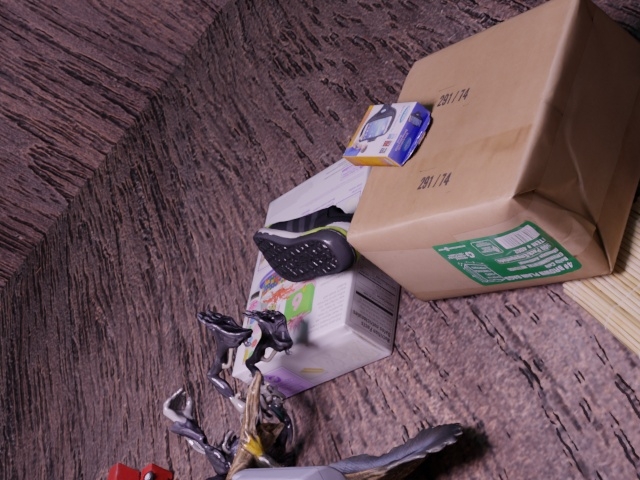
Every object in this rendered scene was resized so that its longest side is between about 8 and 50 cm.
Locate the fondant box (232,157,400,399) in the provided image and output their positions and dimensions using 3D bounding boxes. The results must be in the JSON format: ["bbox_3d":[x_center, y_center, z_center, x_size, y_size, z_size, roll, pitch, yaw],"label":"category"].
[{"bbox_3d":[0.007,0.045,1.572,0.238,0.096,0.330,-29,38,40],"label":"fondant box"}]

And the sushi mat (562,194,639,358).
[{"bbox_3d":[0.368,0.061,1.071,0.151,0.019,0.316,-51,28,7],"label":"sushi mat"}]

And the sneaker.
[{"bbox_3d":[0.000,0.000,1.477,0.097,0.084,0.235,-41,24,-27],"label":"sneaker"}]

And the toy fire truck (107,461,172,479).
[{"bbox_3d":[-0.291,0.422,1.693,0.135,0.047,0.192,-39,33,30],"label":"toy fire truck"}]

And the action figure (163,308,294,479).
[{"bbox_3d":[-0.110,0.224,1.430,0.141,0.164,0.275,28,117,50],"label":"action figure"}]

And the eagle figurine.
[{"bbox_3d":[0.012,0.305,1.245,0.298,0.225,0.226,9,110,29],"label":"eagle figurine"}]

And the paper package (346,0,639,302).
[{"bbox_3d":[0.218,-0.101,1.298,0.325,0.168,0.309,-15,48,55],"label":"paper package"}]

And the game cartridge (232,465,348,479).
[{"bbox_3d":[0.013,0.367,1.066,0.198,0.062,0.297,-20,89,53],"label":"game cartridge"}]

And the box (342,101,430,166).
[{"bbox_3d":[0.085,-0.133,1.351,0.081,0.028,0.136,-62,23,-10],"label":"box"}]
